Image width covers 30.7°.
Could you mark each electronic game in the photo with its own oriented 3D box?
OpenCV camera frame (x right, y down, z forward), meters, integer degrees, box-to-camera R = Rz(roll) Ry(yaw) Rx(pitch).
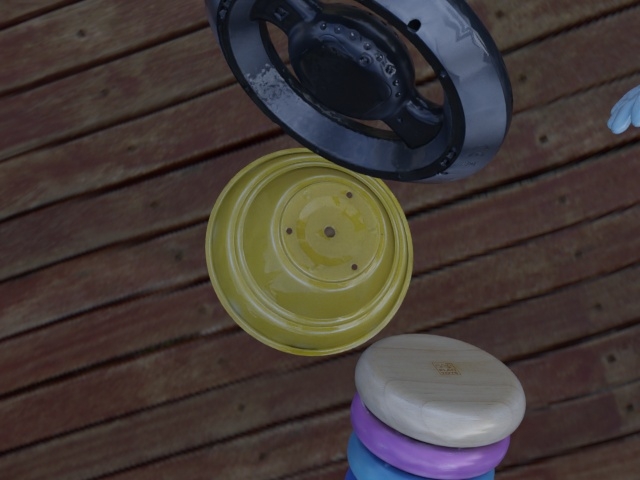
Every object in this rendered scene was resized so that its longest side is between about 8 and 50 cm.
[{"bbox_3d":[0.022,-0.120,0.780,0.229,0.048,0.229,26,152,15],"label":"electronic game"}]

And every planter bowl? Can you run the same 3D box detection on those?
[{"bbox_3d":[0.000,0.000,1.146,0.217,0.090,0.217,3,76,-12],"label":"planter bowl"}]

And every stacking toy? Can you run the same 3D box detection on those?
[{"bbox_3d":[0.071,0.252,0.999,0.141,0.141,0.330,11,113,1],"label":"stacking toy"}]

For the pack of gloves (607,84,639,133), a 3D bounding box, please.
[{"bbox_3d":[0.327,-0.170,0.918,0.232,0.195,0.046,-40,102,-9],"label":"pack of gloves"}]
